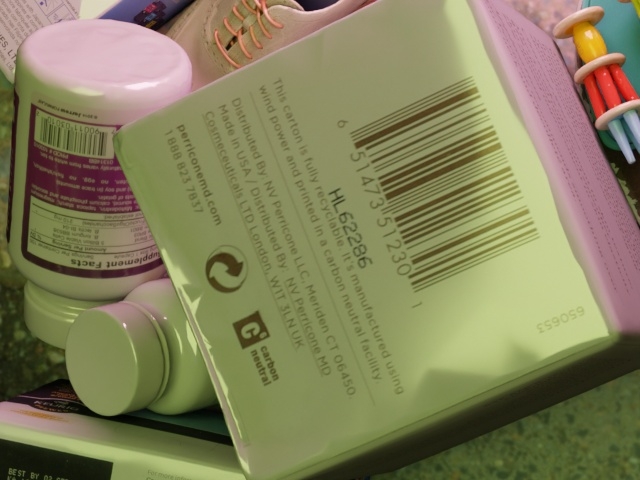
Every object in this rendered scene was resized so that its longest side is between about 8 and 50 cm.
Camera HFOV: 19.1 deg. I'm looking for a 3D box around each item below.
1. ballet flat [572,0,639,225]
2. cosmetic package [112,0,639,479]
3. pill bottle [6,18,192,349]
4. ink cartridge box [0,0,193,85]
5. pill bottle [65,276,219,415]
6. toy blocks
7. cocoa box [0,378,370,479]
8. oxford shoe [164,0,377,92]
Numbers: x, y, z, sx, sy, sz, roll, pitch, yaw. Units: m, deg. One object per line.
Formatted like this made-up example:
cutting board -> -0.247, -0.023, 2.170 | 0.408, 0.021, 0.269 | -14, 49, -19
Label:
ballet flat -> 0.345, -0.080, 1.833 | 0.147, 0.147, 0.408 | -14, 81, 8
cosmetic package -> 0.086, 0.005, 1.654 | 0.327, 0.394, 0.329 | -26, 78, 15
pill bottle -> -0.219, -0.049, 1.858 | 0.169, 0.169, 0.301 | 14, 120, 11
ink cartridge box -> -0.211, -0.362, 1.941 | 0.395, 0.151, 0.270 | -37, 81, 6
pill bottle -> -0.126, 0.098, 1.833 | 0.131, 0.229, 0.131 | 9, 103, 42
toy blocks -> 0.297, -0.157, 1.759 | 0.123, 0.054, 0.148 | -29, 75, 22
cocoa box -> -0.146, 0.286, 1.822 | 0.347, 0.228, 0.231 | 11, 97, 10
oxford shoe -> -0.065, -0.223, 1.903 | 0.397, 0.146, 0.140 | -43, 82, 7
